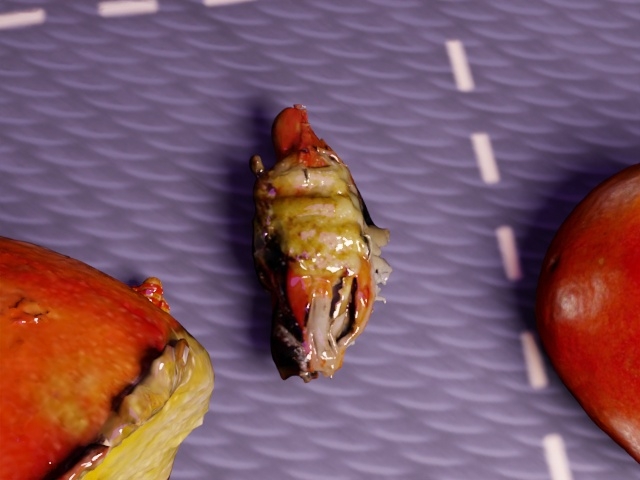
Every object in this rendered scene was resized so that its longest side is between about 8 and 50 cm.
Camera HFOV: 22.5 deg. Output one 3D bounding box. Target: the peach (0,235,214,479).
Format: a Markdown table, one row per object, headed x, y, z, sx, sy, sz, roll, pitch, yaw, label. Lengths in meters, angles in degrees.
| x | y | z | sx | sy | sz | roll | pitch | yaw | label |
| --- | --- | --- | --- | --- | --- | --- | --- | --- | --- |
| -0.265 | 0.161 | 1.022 | 0.417 | 0.339 | 0.353 | -10 | 73 | -12 | peach |

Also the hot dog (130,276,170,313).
| x | y | z | sx | sy | sz | roll | pitch | yaw | label |
| --- | --- | --- | --- | --- | --- | --- | --- | --- | --- |
| -0.150 | 0.094 | 1.218 | 0.062 | 0.038 | 0.144 | 16 | 68 | 2 | hot dog |

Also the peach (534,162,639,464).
| x | y | z | sx | sy | sz | roll | pitch | yaw | label |
| --- | --- | --- | --- | --- | --- | --- | --- | --- | --- |
| 0.274 | 0.057 | 1.185 | 0.244 | 0.199 | 0.243 | -2 | 72 | 5 | peach |

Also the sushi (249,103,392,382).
| x | y | z | sx | sy | sz | roll | pitch | yaw | label |
| --- | --- | --- | --- | --- | --- | --- | --- | --- | --- |
| 0.002 | 0.001 | 1.241 | 0.097 | 0.103 | 0.226 | -14 | 71 | 19 | sushi |
